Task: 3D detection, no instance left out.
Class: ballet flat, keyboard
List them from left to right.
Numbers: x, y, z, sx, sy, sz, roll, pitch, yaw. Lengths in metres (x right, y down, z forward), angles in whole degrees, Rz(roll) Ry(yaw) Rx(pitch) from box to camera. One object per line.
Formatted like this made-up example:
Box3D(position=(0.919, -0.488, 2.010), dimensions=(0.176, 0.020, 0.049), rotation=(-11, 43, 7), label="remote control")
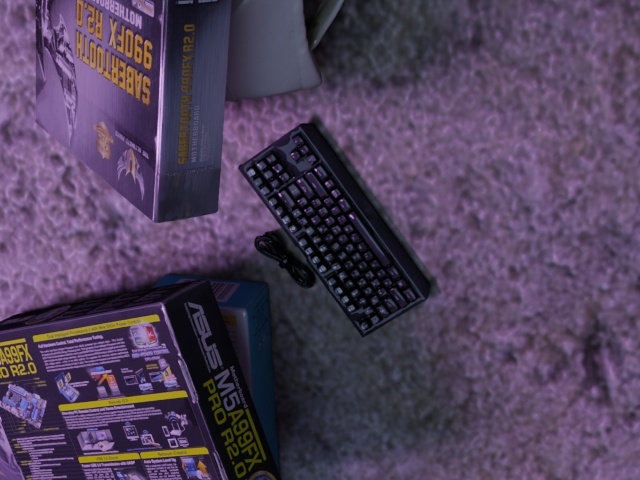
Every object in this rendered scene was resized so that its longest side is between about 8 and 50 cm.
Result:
Box3D(position=(-0.016, -0.284, 0.964), dimensions=(0.139, 0.139, 0.400), rotation=(17, 120, 10), label="ballet flat")
Box3D(position=(0.000, 0.000, 1.123), dimensions=(0.108, 0.023, 0.180), rotation=(-32, 99, 26), label="keyboard")

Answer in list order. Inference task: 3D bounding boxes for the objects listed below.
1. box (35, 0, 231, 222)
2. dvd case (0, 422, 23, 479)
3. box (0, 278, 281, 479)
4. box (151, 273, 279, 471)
Box3D(position=(-0.150, -0.141, 1.017), dimensions=(0.231, 0.056, 0.183), rotation=(37, 128, 48), label="box")
Box3D(position=(-0.295, 0.215, 1.308), dimensions=(0.221, 0.018, 0.164), rotation=(44, 118, -4), label="dvd case")
Box3D(position=(-0.169, 0.157, 1.157), dimensions=(0.270, 0.060, 0.216), rotation=(-12, 100, 41), label="box")
Box3D(position=(-0.094, 0.156, 1.196), dimensions=(0.100, 0.060, 0.244), rotation=(5, 113, 17), label="box")
